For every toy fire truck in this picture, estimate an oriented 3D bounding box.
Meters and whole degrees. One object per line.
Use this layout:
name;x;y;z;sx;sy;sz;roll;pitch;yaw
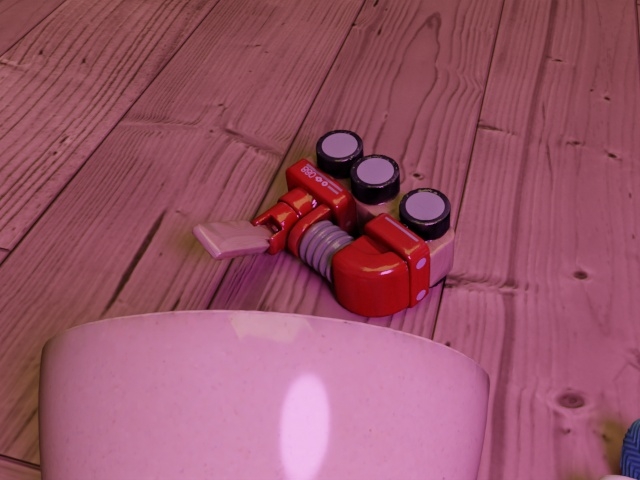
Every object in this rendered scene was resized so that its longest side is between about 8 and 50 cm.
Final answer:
toy fire truck;0.000;0.000;0.910;0.246;0.158;0.217;-36;55;-22

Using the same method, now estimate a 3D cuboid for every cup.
cup;-0.045;0.211;0.568;0.331;0.331;0.236;4;66;-1

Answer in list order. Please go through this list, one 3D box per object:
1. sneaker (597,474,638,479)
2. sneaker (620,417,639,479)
sneaker;0.265;0.305;0.622;0.151;0.094;0.256;-21;46;-22
sneaker;0.358;0.250;0.706;0.092;0.087;0.228;-14;52;-30
